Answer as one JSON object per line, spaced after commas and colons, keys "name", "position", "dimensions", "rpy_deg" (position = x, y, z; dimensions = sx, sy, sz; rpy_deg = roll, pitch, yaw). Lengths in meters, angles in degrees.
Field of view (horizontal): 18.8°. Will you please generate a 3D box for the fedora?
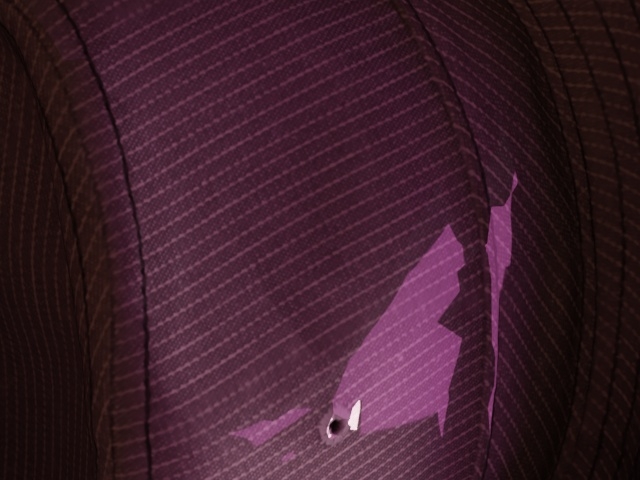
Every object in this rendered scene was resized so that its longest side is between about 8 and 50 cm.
{"name": "fedora", "position": [-0.048, 0.012, 0.435], "dimensions": [0.124, 0.244, 0.275], "rpy_deg": [-21, 135, -50]}
